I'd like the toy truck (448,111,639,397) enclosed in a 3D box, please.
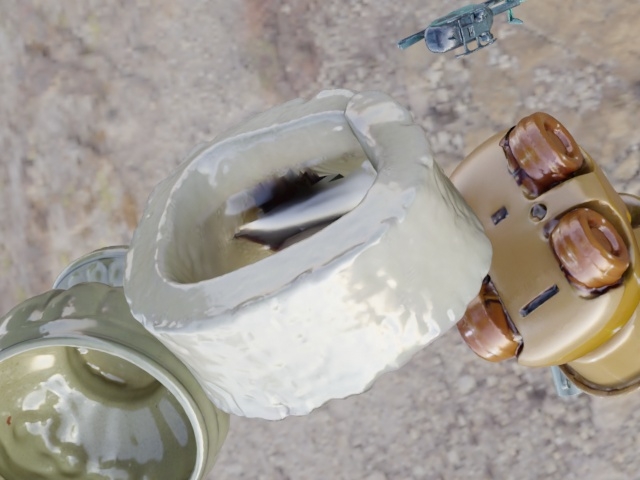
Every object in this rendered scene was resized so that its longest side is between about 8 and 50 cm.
[{"bbox_3d":[0.251,0.019,1.434,0.204,0.212,0.288,-42,52,29],"label":"toy truck"}]

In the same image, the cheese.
[{"bbox_3d":[-0.012,-0.001,1.245,0.332,0.292,0.153,-17,129,24],"label":"cheese"}]

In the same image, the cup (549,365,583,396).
[{"bbox_3d":[0.367,0.193,2.014,0.054,0.075,0.083,-11,101,50],"label":"cup"}]

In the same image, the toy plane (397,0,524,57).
[{"bbox_3d":[0.232,-0.329,1.989,0.096,0.235,0.060,28,139,60],"label":"toy plane"}]

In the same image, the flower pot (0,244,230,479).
[{"bbox_3d":[-0.244,0.159,1.549,0.307,0.244,0.307,4,121,7],"label":"flower pot"}]
